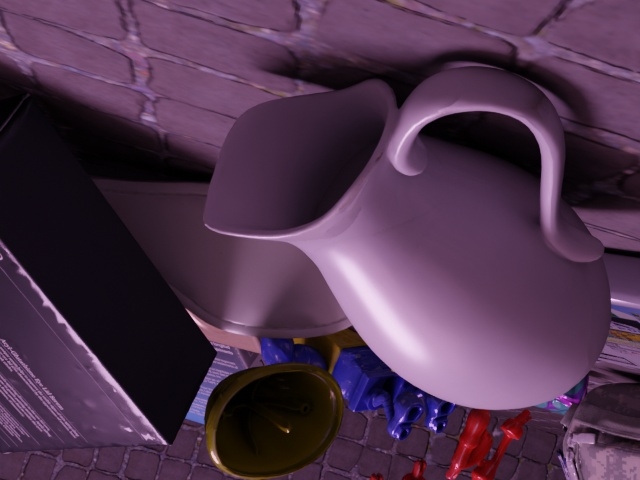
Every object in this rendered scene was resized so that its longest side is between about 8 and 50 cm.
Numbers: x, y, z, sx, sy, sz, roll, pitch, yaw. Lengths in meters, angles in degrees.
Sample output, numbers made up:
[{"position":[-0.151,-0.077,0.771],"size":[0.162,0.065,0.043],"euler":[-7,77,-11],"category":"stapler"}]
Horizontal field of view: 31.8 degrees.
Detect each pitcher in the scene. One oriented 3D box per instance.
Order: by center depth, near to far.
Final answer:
[{"position":[0.074,-0.001,0.552],"size":[0.177,0.126,0.207],"euler":[-15,139,44],"category":"pitcher"}]

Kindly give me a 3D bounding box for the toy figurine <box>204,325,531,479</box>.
[{"position":[-0.002,0.128,1.001],"size":[0.362,0.191,0.217],"euler":[-4,-151,-37],"category":"toy figurine"}]

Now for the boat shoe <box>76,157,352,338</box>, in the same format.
[{"position":[-0.107,-0.006,0.905],"size":[0.319,0.116,0.099],"euler":[12,-161,9],"category":"boat shoe"}]

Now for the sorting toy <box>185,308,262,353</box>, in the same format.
[{"position":[-0.163,0.041,1.244],"size":[0.193,0.038,0.208],"euler":[11,144,30],"category":"sorting toy"}]

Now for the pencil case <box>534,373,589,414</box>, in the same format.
[{"position":[0.258,0.177,1.406],"size":[0.151,0.065,0.070],"euler":[15,-164,4],"category":"pencil case"}]

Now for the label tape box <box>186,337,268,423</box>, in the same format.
[{"position":[-0.162,0.103,1.445],"size":[0.240,0.106,0.334],"euler":[10,138,36],"category":"label tape box"}]

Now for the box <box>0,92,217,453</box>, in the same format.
[{"position":[-0.226,0.038,0.829],"size":[0.184,0.103,0.261],"euler":[-7,129,33],"category":"box"}]

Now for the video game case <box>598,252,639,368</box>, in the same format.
[{"position":[0.251,0.062,0.839],"size":[0.328,0.036,0.300],"euler":[10,169,38],"category":"video game case"}]

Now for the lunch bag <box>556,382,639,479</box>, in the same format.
[{"position":[0.451,0.273,1.264],"size":[0.256,0.213,0.305],"euler":[42,157,-32],"category":"lunch bag"}]
